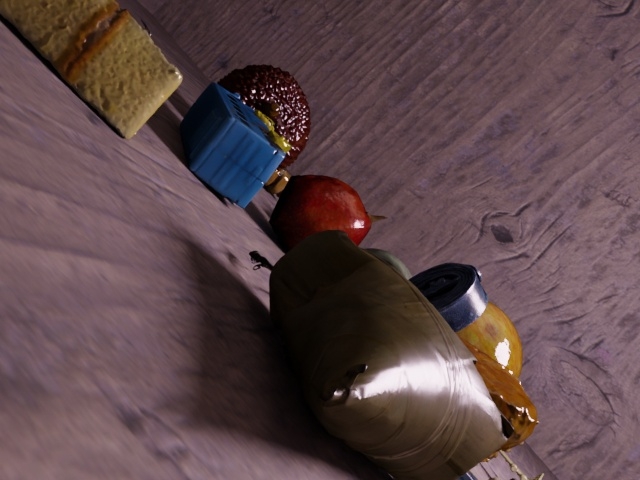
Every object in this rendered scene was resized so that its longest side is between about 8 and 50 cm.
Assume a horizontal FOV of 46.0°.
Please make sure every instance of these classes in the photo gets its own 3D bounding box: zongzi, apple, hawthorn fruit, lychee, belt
[{"bbox_3d":[-0.003,0.069,0.874,0.447,0.181,0.418,49,5,34],"label":"zongzi"},{"bbox_3d":[0.287,0.245,1.549,0.264,0.264,0.264,48,5,-6],"label":"apple"},{"bbox_3d":[0.014,-0.049,1.596,0.189,0.252,0.189,180,-90,-81],"label":"hawthorn fruit"},{"bbox_3d":[-0.159,-0.303,1.899,0.275,0.275,0.304,47,-14,-12],"label":"lychee"},{"bbox_3d":[0.223,0.114,1.439,0.082,0.190,0.141,58,13,-28],"label":"belt"}]

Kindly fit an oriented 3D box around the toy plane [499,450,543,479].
[{"bbox_3d":[0.440,0.528,1.566,0.229,0.092,0.244,51,6,11],"label":"toy plane"}]

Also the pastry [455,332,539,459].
[{"bbox_3d":[0.206,0.252,1.277,0.311,0.161,0.255,37,18,10],"label":"pastry"}]

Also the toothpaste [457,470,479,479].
[{"bbox_3d":[0.186,0.335,1.136,0.193,0.044,0.070,48,5,-4],"label":"toothpaste"}]

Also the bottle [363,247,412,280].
[{"bbox_3d":[0.131,0.119,1.683,0.168,0.168,0.347,49,2,13],"label":"bottle"}]

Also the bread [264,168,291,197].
[{"bbox_3d":[-0.157,-0.204,2.142,0.225,0.081,0.134,44,1,-25],"label":"bread"}]

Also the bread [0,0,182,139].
[{"bbox_3d":[-0.335,-0.274,1.071,0.266,0.178,0.141,43,38,-20],"label":"bread"}]

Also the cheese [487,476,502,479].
[{"bbox_3d":[0.336,0.483,1.311,0.065,0.043,0.194,41,9,-17],"label":"cheese"}]

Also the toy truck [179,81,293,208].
[{"bbox_3d":[-0.180,-0.202,1.517,0.162,0.161,0.385,36,10,-23],"label":"toy truck"}]

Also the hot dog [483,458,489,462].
[{"bbox_3d":[0.304,0.419,1.580,0.122,0.037,0.049,44,15,21],"label":"hot dog"}]
